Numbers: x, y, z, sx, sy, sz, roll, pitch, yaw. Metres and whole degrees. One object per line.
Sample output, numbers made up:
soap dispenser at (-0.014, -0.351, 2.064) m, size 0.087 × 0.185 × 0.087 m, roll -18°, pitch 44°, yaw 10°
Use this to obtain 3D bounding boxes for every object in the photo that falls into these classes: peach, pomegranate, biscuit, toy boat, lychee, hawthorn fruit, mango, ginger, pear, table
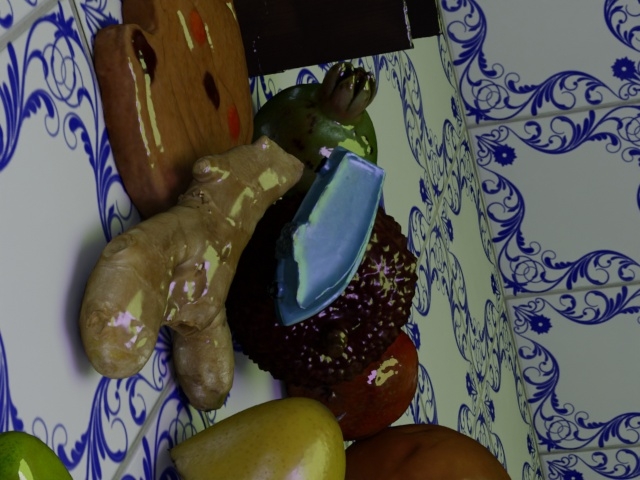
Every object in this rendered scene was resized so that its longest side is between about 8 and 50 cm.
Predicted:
peach at (0.145, 0.452, 2.369) m, size 0.343 × 0.302 × 0.342 m, roll -2°, pitch 93°, yaw -34°
pomegranate at (-0.010, -0.147, 2.272) m, size 0.159 × 0.241 × 0.190 m, roll -8°, pitch 83°, yaw -42°
biscuit at (-0.174, -0.198, 2.029) m, size 0.455 × 0.078 × 0.349 m, roll -76°, pitch 156°, yaw -51°
toy boat at (0.000, 0.000, 1.945) m, size 0.238 × 0.109 × 0.098 m, roll -66°, pitch -166°, yaw -16°
lychee at (-0.002, 0.063, 2.112) m, size 0.304 × 0.276 × 0.275 m, roll -110°, pitch 179°, yaw -53°
hawthorn fruit at (0.060, 0.201, 2.349) m, size 0.253 × 0.205 × 0.205 m, roll -12°, pitch 94°, yaw -59°
mango at (-0.272, 0.256, 1.464) m, size 0.117 × 0.089 × 0.163 m, roll -41°, pitch 121°, yaw -70°
ginger at (-0.160, 0.015, 1.829) m, size 0.363 × 0.122 × 0.348 m, roll 29°, pitch 71°, yaw -60°
pear at (-0.048, 0.269, 1.862) m, size 0.178 × 0.267 × 0.267 m, roll -56°, pitch 163°, yaw 6°
table at (0.015, -0.372, 2.328) m, size 0.250 × 0.282 × 0.196 m, roll -38°, pitch 120°, yaw -70°
